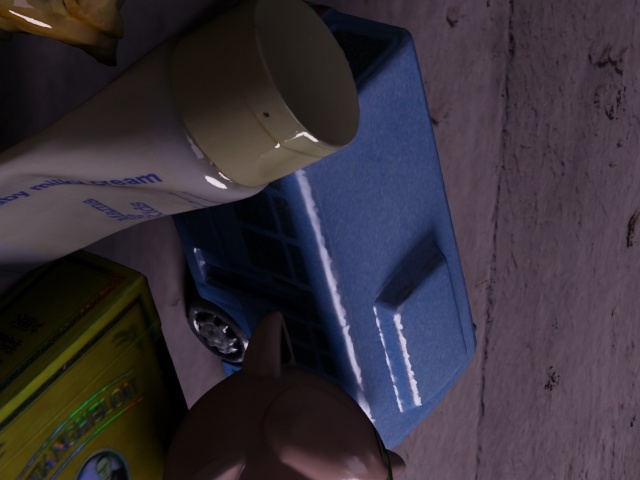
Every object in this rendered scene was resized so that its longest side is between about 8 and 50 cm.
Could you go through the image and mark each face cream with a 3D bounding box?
[{"bbox_3d":[-0.092,-0.027,0.739,0.114,0.224,0.070,18,53,-54],"label":"face cream"}]

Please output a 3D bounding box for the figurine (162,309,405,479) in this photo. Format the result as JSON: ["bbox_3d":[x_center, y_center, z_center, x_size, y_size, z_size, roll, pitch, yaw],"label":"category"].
[{"bbox_3d":[-0.017,0.121,0.855,0.125,0.125,0.138,-46,135,-30],"label":"figurine"}]

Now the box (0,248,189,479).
[{"bbox_3d":[-0.124,0.130,0.875,0.141,0.064,0.220,-43,134,-34],"label":"box"}]

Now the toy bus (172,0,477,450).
[{"bbox_3d":[0.000,0.000,0.918,0.116,0.133,0.234,-45,137,-32],"label":"toy bus"}]

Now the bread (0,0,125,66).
[{"bbox_3d":[-0.081,-0.207,0.641,0.370,0.191,0.314,13,104,-54],"label":"bread"}]
